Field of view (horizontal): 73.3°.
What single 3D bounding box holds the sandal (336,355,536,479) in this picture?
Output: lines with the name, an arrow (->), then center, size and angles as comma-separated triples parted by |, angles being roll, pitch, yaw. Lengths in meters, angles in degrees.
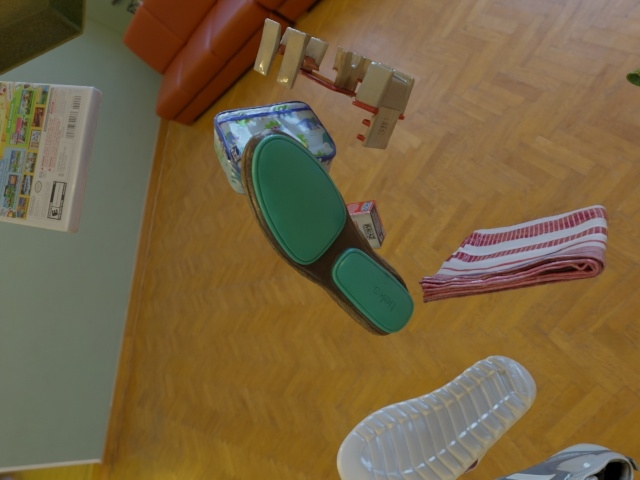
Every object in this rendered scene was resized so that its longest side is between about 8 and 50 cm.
sandal -> 0.234, 0.375, 0.824 | 0.416, 0.102, 0.169 | -24, 45, -7

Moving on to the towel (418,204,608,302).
towel -> 0.321, 0.008, 0.689 | 0.237, 0.329, 0.037 | -16, 97, 37

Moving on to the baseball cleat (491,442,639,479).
baseball cleat -> 0.229, 0.274, 0.447 | 0.205, 0.109, 0.072 | -32, 67, -5

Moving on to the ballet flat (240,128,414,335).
ballet flat -> 0.000, 0.000, 0.582 | 0.116, 0.342, 0.124 | -50, 29, -12

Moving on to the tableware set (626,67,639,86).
tableware set -> 0.501, -0.200, 0.580 | 0.154, 0.104, 0.024 | 32, 98, 12

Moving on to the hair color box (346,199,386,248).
hair color box -> 0.033, -0.020, 0.734 | 0.141, 0.072, 0.043 | -5, 31, 27

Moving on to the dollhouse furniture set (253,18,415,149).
dollhouse furniture set -> 0.038, -0.293, 0.829 | 0.259, 0.262, 0.135 | 39, 119, 33

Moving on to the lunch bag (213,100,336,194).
lunch bag -> -0.094, -0.190, 0.853 | 0.176, 0.218, 0.090 | 64, 155, 26

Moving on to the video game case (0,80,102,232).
video game case -> -0.458, -0.137, 0.687 | 0.206, 0.026, 0.227 | 8, 88, 15

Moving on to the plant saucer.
plant saucer -> -0.330, -0.267, 0.446 | 0.188, 0.045, 0.188 | -41, 13, 52
